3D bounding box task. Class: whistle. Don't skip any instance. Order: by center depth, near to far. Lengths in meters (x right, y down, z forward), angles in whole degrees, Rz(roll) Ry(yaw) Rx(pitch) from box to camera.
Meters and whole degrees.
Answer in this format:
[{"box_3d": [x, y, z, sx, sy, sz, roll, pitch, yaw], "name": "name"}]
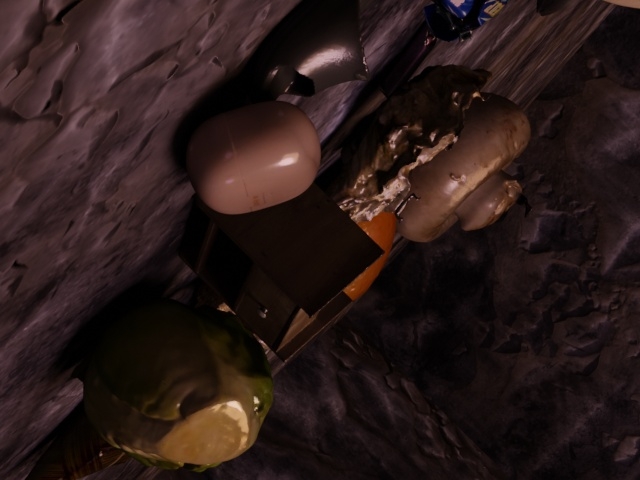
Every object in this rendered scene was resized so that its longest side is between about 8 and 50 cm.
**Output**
[{"box_3d": [0.143, -0.281, 1.536, 0.176, 0.033, 0.033, -52, 170, 36], "name": "whistle"}]

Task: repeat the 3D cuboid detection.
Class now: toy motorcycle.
[{"box_3d": [0.187, -0.329, 1.272, 0.169, 0.113, 0.315, -38, 165, 14], "name": "toy motorcycle"}]

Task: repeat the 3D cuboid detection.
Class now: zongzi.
[{"box_3d": [-0.356, 0.294, 1.641, 0.241, 0.111, 0.248, -27, 156, -47], "name": "zongzi"}]

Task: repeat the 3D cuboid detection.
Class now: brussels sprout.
[{"box_3d": [-0.194, 0.199, 1.413, 0.294, 0.259, 0.227, 43, -65, 60], "name": "brussels sprout"}]

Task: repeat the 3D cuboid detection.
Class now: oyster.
[{"box_3d": [0.130, -0.141, 1.576, 0.337, 0.133, 0.198, -50, 166, 24], "name": "oyster"}]

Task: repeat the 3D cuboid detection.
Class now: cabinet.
[{"box_3d": [-0.059, 0.019, 1.345, 0.148, 0.215, 0.175, -41, 171, -27], "name": "cabinet"}]

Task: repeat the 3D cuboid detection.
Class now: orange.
[{"box_3d": [0.002, 0.001, 1.872, 0.310, 0.274, 0.274, -20, 179, 17], "name": "orange"}]

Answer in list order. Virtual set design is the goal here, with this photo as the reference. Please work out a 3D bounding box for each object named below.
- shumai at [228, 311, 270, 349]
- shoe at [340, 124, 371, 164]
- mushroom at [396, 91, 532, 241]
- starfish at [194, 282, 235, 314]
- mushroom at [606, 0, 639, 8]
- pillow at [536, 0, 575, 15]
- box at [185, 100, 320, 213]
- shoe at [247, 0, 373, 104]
[{"box_3d": [-0.140, 0.149, 1.945, 0.201, 0.120, 0.201, -1, 174, 0], "name": "shumai"}, {"box_3d": [0.136, -0.184, 1.738, 0.227, 0.099, 0.125, -33, 168, -42], "name": "shoe"}, {"box_3d": [0.302, -0.130, 2.151, 0.362, 0.294, 0.362, -44, 174, -6], "name": "mushroom"}, {"box_3d": [-0.136, 0.074, 1.715, 0.301, 0.084, 0.293, -42, 175, -10], "name": "starfish"}, {"box_3d": [0.354, -0.412, 1.199, 0.314, 0.314, 0.336, -44, -164, -12], "name": "mushroom"}, {"box_3d": [0.481, -0.520, 1.805, 0.250, 0.106, 0.186, -47, 174, -19], "name": "pillow"}, {"box_3d": [-0.072, -0.087, 1.112, 0.146, 0.088, 0.200, -15, 170, -3], "name": "box"}, {"box_3d": [0.029, -0.216, 1.079, 0.241, 0.093, 0.108, -47, 174, -1], "name": "shoe"}]
